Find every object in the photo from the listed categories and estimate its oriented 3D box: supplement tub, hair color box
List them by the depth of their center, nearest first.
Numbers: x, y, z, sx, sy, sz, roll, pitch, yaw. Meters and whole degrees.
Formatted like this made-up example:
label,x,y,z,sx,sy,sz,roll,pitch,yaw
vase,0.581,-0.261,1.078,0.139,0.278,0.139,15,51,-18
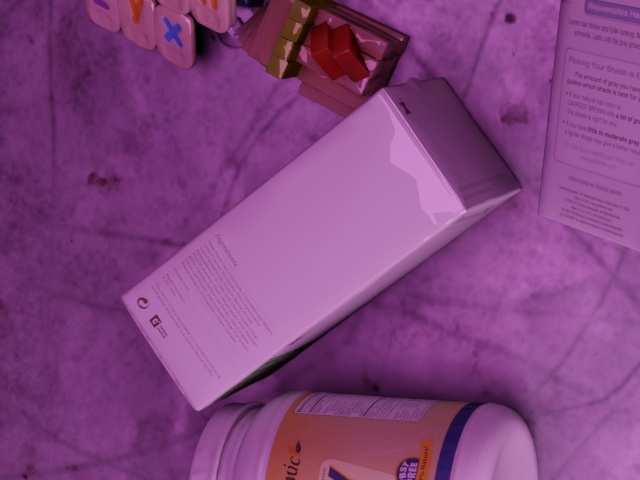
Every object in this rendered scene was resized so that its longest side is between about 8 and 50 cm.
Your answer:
label,x,y,z,sx,sy,sz,roll,pitch,yaw
hair color box,0.316,-0.187,1.810,0.185,0.113,0.374,24,113,58
supplement tub,0.045,0.271,1.978,0.316,0.228,0.228,2,98,23

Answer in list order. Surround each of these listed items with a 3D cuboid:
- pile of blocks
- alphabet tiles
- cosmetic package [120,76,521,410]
label,x,y,z,sx,sy,sz,roll,pitch,yaw
pile of blocks,-0.065,-0.269,2.009,0.149,0.112,0.362,-41,81,22
alphabet tiles,-0.194,-0.323,2.026,0.284,0.021,0.278,29,138,33
cosmetic package,0.000,0.000,1.977,0.365,0.197,0.155,-37,83,24
